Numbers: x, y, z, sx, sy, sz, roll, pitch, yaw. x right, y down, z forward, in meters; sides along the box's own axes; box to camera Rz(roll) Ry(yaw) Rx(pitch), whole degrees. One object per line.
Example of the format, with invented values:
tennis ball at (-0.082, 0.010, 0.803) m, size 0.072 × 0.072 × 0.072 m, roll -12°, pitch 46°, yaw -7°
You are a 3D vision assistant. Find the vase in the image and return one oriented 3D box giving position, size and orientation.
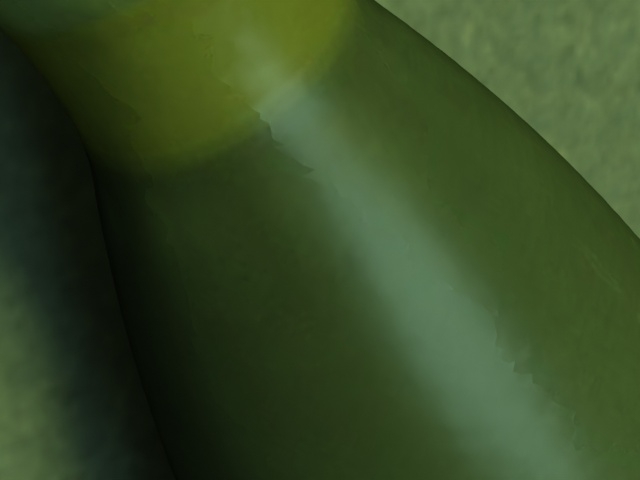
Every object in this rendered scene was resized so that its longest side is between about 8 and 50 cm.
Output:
vase at (0.000, 0.000, 0.495) m, size 0.173 × 0.173 × 0.321 m, roll -45°, pitch 125°, yaw -18°
